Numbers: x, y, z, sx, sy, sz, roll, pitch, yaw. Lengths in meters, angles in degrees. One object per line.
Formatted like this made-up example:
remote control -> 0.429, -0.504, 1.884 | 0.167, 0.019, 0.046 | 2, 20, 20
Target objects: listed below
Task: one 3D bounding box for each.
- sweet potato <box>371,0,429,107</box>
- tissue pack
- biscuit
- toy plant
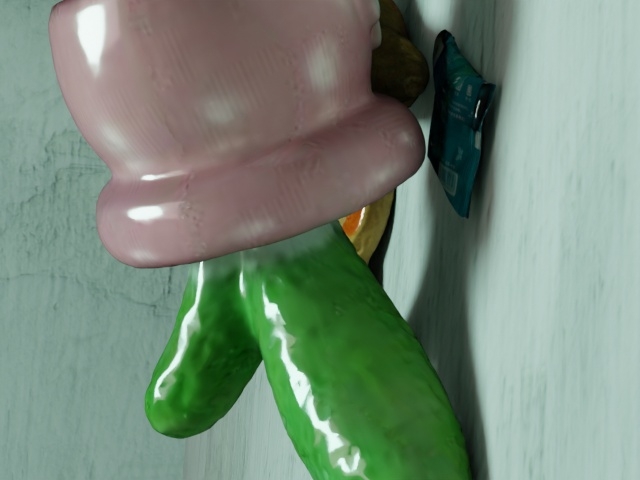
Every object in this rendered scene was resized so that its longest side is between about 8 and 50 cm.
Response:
sweet potato -> 0.029, -0.132, 1.202 | 0.292, 0.097, 0.097 | -120, 35, -65
tissue pack -> 0.079, -0.075, 1.015 | 0.138, 0.028, 0.085 | -99, 16, -71
biscuit -> -0.001, 0.000, 1.354 | 0.250, 0.036, 0.165 | -140, 65, -74
toy plant -> -0.028, -0.011, 1.004 | 0.317, 0.210, 0.356 | -136, 32, -78
